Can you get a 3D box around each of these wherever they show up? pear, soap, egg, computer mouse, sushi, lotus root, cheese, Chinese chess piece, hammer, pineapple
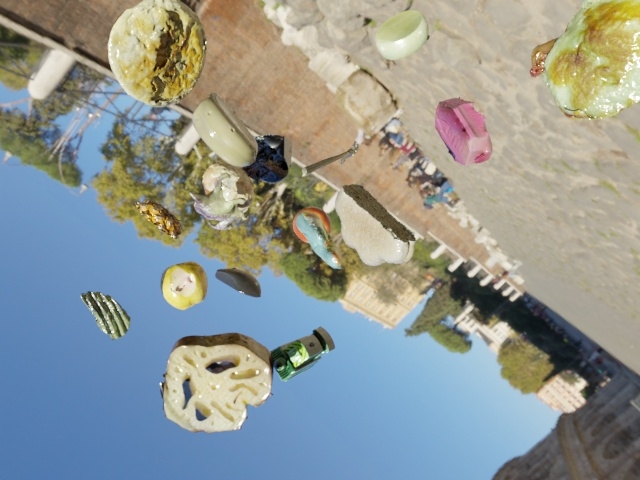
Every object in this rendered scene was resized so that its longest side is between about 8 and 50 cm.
[{"bbox_3d":[-0.493,0.165,1.630,0.178,0.178,0.178,40,-168,-10],"label":"pear"},{"bbox_3d":[0.591,-0.446,1.847,0.220,0.127,0.325,69,179,-61],"label":"soap"},{"bbox_3d":[-0.365,-0.206,1.789,0.195,0.194,0.233,54,175,46],"label":"egg"},{"bbox_3d":[-0.411,0.204,2.308,0.269,0.100,0.170,22,175,37],"label":"computer mouse"},{"bbox_3d":[-0.252,-0.364,2.051,0.226,0.213,0.215,1,-177,9],"label":"sushi"},{"bbox_3d":[-0.355,0.473,1.509,0.375,0.390,0.111,51,-175,-22],"label":"lotus root"},{"bbox_3d":[-0.244,-0.277,1.165,0.202,0.091,0.175,50,-166,-22],"label":"cheese"},{"bbox_3d":[0.219,-0.552,1.205,0.058,0.144,0.144,50,-177,-44],"label":"Chinese chess piece"},{"bbox_3d":[0.030,-0.259,1.463,0.027,0.125,0.297,51,-137,6],"label":"hammer"},{"bbox_3d":[-0.627,-0.093,1.760,0.224,0.076,0.225,38,175,4],"label":"pineapple"}]

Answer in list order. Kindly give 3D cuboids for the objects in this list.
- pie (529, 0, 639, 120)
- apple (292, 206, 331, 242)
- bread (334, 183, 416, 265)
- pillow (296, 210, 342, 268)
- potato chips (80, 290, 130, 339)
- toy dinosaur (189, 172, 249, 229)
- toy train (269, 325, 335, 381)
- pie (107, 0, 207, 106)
[{"bbox_3d":[0.604,-0.393,0.955,0.105,0.274,0.257,-6,-114,-30],"label":"pie"},{"bbox_3d":[-0.034,-0.065,1.869,0.163,0.163,0.139,43,174,3],"label":"apple"},{"bbox_3d":[0.159,-0.030,1.439,0.101,0.183,0.337,-15,-131,-34],"label":"bread"},{"bbox_3d":[0.000,0.000,1.526,0.233,0.086,0.214,58,179,-39],"label":"pillow"},{"bbox_3d":[-0.670,0.227,1.411,0.028,0.091,0.208,27,142,50],"label":"potato chips"},{"bbox_3d":[-0.338,-0.114,1.529,0.294,0.162,0.077,65,-179,-54],"label":"toy dinosaur"},{"bbox_3d":[-0.072,0.449,1.814,0.139,0.178,0.330,56,-164,15],"label":"toy train"},{"bbox_3d":[-0.467,-0.551,1.332,0.077,0.339,0.339,37,-172,24],"label":"pie"}]
